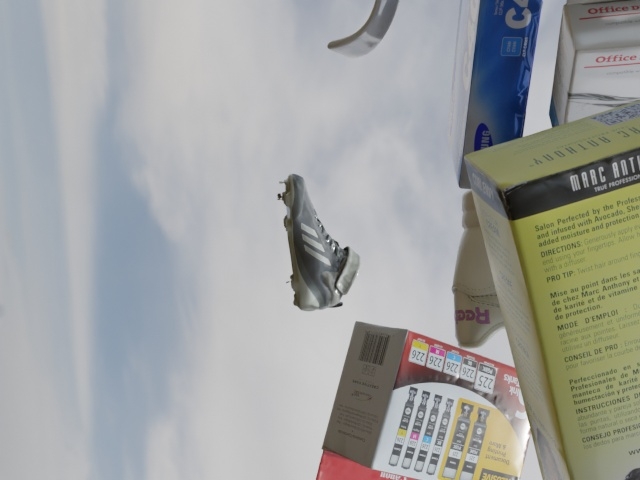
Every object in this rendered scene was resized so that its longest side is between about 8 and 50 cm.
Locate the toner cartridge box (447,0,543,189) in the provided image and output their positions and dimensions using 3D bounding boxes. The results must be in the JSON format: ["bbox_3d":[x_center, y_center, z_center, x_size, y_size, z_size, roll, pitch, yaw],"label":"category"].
[{"bbox_3d":[0.215,-0.252,1.056,0.165,0.075,0.347,-85,176,-57],"label":"toner cartridge box"}]

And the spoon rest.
[{"bbox_3d":[0.072,-0.386,1.129,0.084,0.137,0.276,7,-90,44],"label":"spoon rest"}]

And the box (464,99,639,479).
[{"bbox_3d":[0.131,0.066,0.349,0.058,0.087,0.232,-107,178,-73],"label":"box"}]

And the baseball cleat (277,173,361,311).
[{"bbox_3d":[0.000,0.000,1.196,0.072,0.110,0.205,-107,-168,-65],"label":"baseball cleat"}]

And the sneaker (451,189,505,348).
[{"bbox_3d":[0.235,0.056,0.626,0.114,0.305,0.152,143,-39,-79],"label":"sneaker"}]

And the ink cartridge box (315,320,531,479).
[{"bbox_3d":[0.170,0.297,1.301,0.130,0.310,0.271,3,-106,56],"label":"ink cartridge box"}]

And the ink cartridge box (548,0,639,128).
[{"bbox_3d":[0.264,-0.153,0.744,0.180,0.104,0.060,75,13,-56],"label":"ink cartridge box"}]
